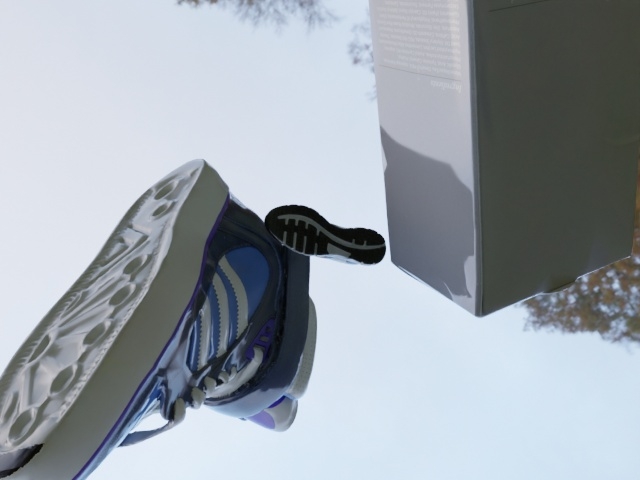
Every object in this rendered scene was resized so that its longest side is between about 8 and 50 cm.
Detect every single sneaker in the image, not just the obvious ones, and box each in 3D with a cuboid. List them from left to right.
[{"bbox_3d":[-0.086,0.105,0.549,0.236,0.130,0.323,55,-150,-27],"label":"sneaker"},{"bbox_3d":[0.000,0.000,0.597,0.109,0.044,0.040,19,-103,-22],"label":"sneaker"}]

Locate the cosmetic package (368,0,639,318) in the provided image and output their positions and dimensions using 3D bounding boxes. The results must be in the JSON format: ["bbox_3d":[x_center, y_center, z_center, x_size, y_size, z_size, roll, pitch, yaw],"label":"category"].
[{"bbox_3d":[0.106,-0.091,0.401,0.127,0.238,0.107,-16,-152,-23],"label":"cosmetic package"}]
